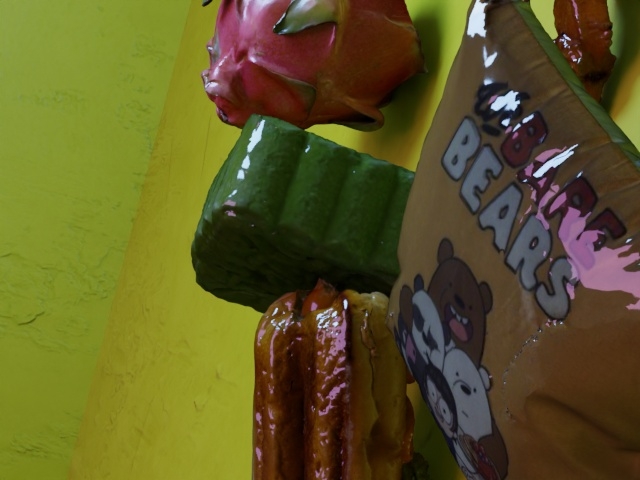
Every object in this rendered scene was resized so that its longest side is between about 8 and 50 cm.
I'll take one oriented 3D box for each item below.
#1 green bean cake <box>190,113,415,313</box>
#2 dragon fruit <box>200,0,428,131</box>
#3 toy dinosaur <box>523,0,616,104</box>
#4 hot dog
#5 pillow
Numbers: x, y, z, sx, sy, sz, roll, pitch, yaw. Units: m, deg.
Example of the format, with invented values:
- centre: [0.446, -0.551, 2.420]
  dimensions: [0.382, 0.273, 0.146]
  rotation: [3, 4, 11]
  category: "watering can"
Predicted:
- centre: [0.000, 0.000, 1.278]
  dimensions: [0.248, 0.222, 0.125]
  rotation: [139, 151, -70]
  category: "green bean cake"
- centre: [-0.010, -0.205, 1.470]
  dimensions: [0.224, 0.227, 0.224]
  rotation: [-13, -90, -82]
  category: "dragon fruit"
- centre: [0.207, -0.300, 1.095]
  dimensions: [0.208, 0.097, 0.432]
  rotation: [22, 100, 59]
  category: "toy dinosaur"
- centre: [0.020, 0.205, 1.177]
  dimensions: [0.158, 0.117, 0.349]
  rotation: [-3, 88, 55]
  category: "hot dog"
- centre: [0.135, 0.040, 0.891]
  dimensions: [0.310, 0.119, 0.312]
  rotation: [-116, 30, -45]
  category: "pillow"
